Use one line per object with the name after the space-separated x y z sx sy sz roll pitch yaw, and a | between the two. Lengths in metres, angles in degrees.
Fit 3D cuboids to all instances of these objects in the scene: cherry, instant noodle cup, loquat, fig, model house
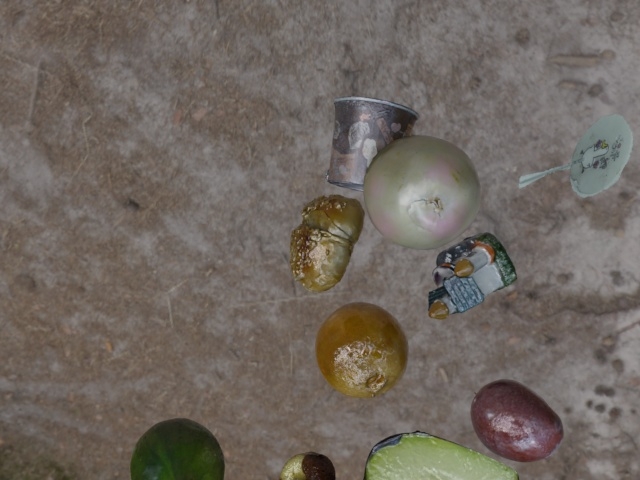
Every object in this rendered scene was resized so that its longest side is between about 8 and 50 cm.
0.535 0.504 1.749 0.236 0.285 0.212 28 89 -41 | cherry
0.118 -0.226 1.534 0.218 0.217 0.207 10 90 -9 | instant noodle cup
0.141 0.368 2.112 0.329 0.328 0.328 -1 128 -1 | loquat
-0.300 0.484 1.273 0.203 0.235 0.203 0 94 -3 | fig
0.420 0.133 1.960 0.271 0.301 0.190 -29 91 54 | model house

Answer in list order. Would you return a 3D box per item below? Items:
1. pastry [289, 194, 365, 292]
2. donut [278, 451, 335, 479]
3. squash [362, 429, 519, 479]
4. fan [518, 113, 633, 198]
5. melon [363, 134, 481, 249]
0.000 0.000 1.920 0.184 0.284 0.315 24 85 -11 | pastry
-0.041 0.622 1.562 0.166 0.184 0.073 9 164 45 | donut
0.181 0.443 1.031 0.204 0.236 0.155 6 151 48 | squash
0.679 -0.207 1.648 0.415 0.012 0.233 -15 119 -24 | fan
0.194 -0.094 1.220 0.223 0.317 0.223 -1 101 -3 | melon
